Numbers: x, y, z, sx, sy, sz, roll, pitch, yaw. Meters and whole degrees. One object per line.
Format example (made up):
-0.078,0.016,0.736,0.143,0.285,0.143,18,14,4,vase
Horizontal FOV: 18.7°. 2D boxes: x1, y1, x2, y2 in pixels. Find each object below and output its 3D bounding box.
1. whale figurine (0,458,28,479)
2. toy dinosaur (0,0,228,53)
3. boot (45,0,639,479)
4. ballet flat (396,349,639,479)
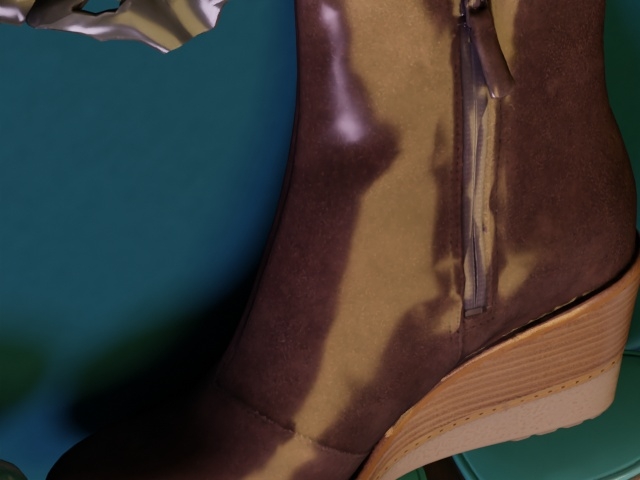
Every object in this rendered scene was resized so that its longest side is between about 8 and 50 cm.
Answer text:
-0.195,0.081,0.584,0.216,0.141,0.272,-43,136,6,whale figurine
-0.088,-0.166,0.478,0.322,0.164,0.218,-20,121,9,toy dinosaur
0.000,0.000,0.699,0.248,0.090,0.206,-18,121,-16,boot
0.048,0.104,0.807,0.231,0.077,0.077,-16,146,-13,ballet flat
